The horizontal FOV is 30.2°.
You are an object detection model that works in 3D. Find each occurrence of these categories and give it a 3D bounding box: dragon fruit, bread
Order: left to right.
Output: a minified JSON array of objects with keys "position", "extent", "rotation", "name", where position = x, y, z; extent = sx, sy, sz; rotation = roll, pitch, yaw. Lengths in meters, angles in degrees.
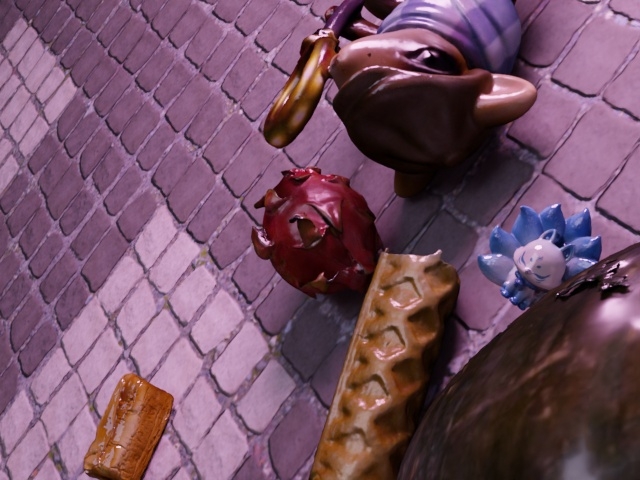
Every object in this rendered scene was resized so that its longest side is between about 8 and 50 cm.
[{"position":[-0.226,0.226,1.398],"extent":[0.053,0.074,0.132],"rotation":[8,70,40],"name":"bread"},{"position":[0.000,0.000,1.268],"extent":[0.166,0.136,0.133],"rotation":[45,135,29],"name":"dragon fruit"},{"position":[0.059,0.139,1.115],"extent":[0.098,0.087,0.269],"rotation":[1,65,46],"name":"bread"}]

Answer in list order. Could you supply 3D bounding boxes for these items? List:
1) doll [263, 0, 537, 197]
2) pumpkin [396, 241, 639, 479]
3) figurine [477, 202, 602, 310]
[{"position":[0.100,-0.231,1.251],"extent":[0.318,0.209,0.340],"rotation":[-21,51,44],"name":"doll"},{"position":[0.258,0.148,0.581],"extent":[0.454,0.454,0.344],"rotation":[-23,63,38],"name":"pumpkin"},{"position":[0.204,0.014,1.046],"extent":[0.114,0.079,0.114],"rotation":[-5,79,30],"name":"figurine"}]
